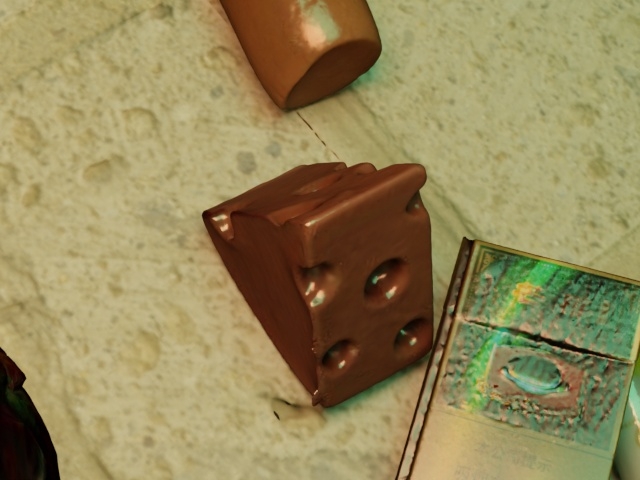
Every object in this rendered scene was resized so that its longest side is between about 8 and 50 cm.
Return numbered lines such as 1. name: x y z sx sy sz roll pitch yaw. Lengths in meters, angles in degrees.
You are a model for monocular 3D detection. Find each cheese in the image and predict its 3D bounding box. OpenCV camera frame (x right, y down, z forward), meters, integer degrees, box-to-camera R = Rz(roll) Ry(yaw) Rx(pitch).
1. cheese: -0.011 0.002 1.066 0.128 0.203 0.177 -29 45 -23

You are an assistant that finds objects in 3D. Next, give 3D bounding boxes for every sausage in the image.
1. sausage: -0.052 -0.269 1.202 0.121 0.121 0.304 -18 71 -21

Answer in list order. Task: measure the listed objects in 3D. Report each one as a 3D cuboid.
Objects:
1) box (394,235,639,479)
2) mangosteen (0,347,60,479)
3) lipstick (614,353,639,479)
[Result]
1. box: 0.161 0.131 1.053 0.159 0.071 0.240 13 68 12
2. mangosteen: -0.306 0.181 0.829 0.311 0.311 0.311 6 63 -11
3. lipstick: 0.275 0.186 1.093 0.059 0.059 0.264 -10 68 -18
